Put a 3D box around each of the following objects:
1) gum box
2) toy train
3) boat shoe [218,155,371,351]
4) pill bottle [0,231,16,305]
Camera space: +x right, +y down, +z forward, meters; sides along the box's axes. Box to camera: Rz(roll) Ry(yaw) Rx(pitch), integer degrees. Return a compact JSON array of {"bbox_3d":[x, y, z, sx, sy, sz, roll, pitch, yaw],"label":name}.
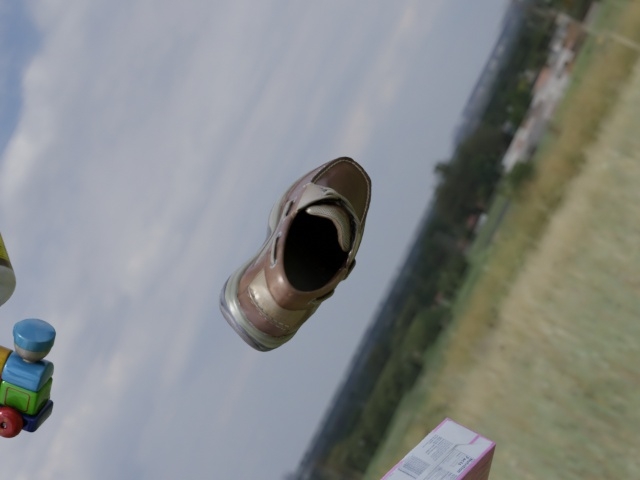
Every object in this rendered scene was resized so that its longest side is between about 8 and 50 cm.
[{"bbox_3d":[0.101,0.270,1.600,0.188,0.062,0.107,-35,-37,-44],"label":"gum box"},{"bbox_3d":[-0.461,0.144,2.069,0.105,0.248,0.143,-52,-20,-64],"label":"toy train"},{"bbox_3d":[0.000,0.000,1.835,0.116,0.123,0.324,-40,14,39],"label":"boat shoe"},{"bbox_3d":[-0.412,-0.024,1.720,0.117,0.215,0.117,-20,-21,-8],"label":"pill bottle"}]
